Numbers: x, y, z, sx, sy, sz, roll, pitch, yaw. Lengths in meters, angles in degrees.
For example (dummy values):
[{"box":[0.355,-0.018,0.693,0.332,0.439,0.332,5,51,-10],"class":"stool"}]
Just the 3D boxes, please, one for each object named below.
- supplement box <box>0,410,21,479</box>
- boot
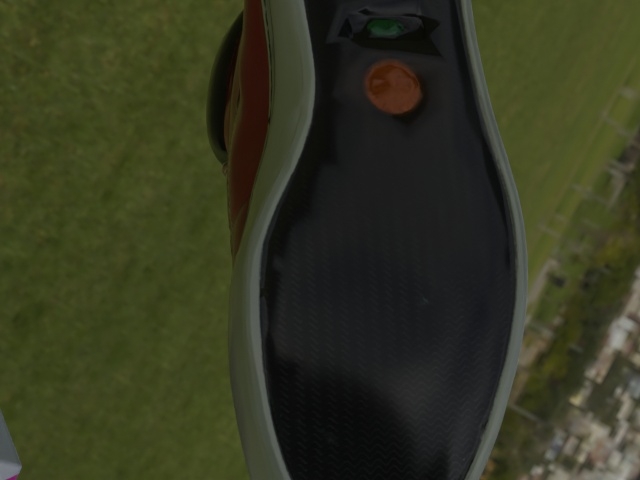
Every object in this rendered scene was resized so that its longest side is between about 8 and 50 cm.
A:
[{"box":[-0.294,0.118,0.756,0.111,0.220,0.114,-64,-146,14],"class":"supplement box"},{"box":[0.000,0.000,0.492,0.176,0.088,0.244,125,-34,-66],"class":"boot"}]
